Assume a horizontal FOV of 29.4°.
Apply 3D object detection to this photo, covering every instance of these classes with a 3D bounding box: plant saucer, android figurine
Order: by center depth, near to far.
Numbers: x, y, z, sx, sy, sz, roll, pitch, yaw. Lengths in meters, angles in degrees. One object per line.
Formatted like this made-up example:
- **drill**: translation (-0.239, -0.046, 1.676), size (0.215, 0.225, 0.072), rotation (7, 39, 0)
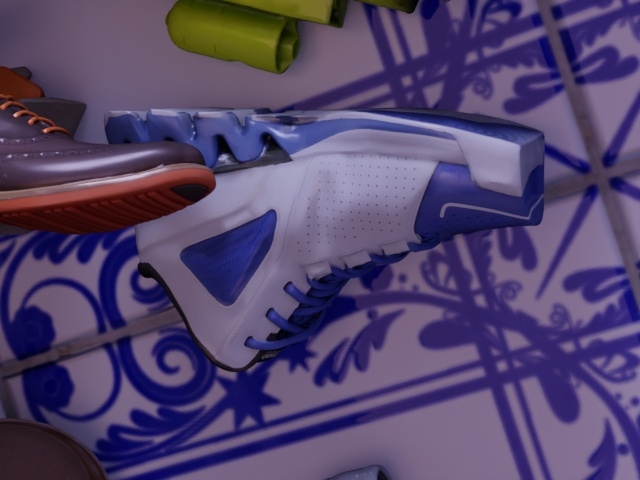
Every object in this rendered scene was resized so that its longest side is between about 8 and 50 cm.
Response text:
- **android figurine**: translation (-0.050, -0.248, 0.853), size (0.272, 0.056, 0.248), rotation (14, 100, 15)
- **plant saucer**: translation (-0.244, 0.206, 0.936), size (0.168, 0.029, 0.168), rotation (-5, 110, -15)

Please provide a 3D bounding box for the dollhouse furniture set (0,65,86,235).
- **dollhouse furniture set**: translation (-0.355, -0.069, 0.922), size (0.262, 0.135, 0.259), rotation (31, 103, 12)

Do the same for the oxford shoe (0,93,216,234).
- **oxford shoe**: translation (-0.200, -0.055, 0.798), size (0.271, 0.097, 0.098), rotation (-2, 80, 12)

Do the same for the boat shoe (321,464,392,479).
- **boat shoe**: translation (0.064, 0.265, 0.857), size (0.081, 0.079, 0.227), rotation (-29, 83, 22)

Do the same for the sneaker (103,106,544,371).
- **sneaker**: translation (-0.001, 0.000, 0.838), size (0.315, 0.127, 0.182), rotation (4, 100, 23)

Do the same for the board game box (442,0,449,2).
- **board game box**: translation (0.080, -0.371, 0.740), size (0.318, 0.066, 0.319), rotation (44, 97, -5)
